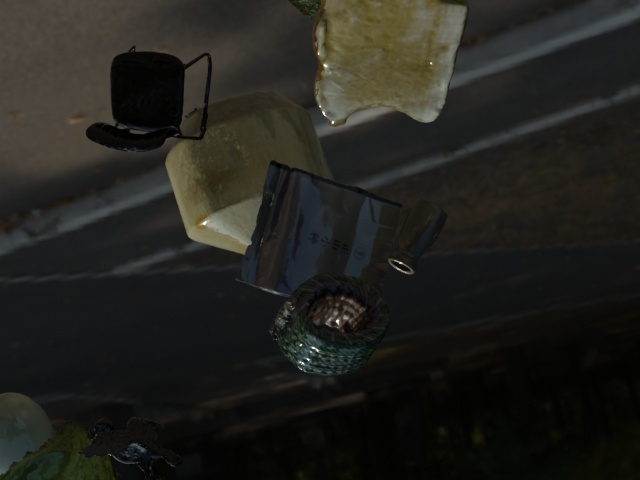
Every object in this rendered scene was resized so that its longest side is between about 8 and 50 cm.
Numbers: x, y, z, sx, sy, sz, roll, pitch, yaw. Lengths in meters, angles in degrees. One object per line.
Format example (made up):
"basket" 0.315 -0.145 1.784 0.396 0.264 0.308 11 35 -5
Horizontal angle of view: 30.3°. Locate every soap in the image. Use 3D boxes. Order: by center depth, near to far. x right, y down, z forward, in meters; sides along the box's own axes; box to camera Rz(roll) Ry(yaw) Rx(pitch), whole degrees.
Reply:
"soap" 0.050 -0.280 1.005 0.143 0.281 0.259 2 144 2

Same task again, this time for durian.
"durian" -0.383 0.423 1.611 0.198 0.394 0.163 -17 140 33

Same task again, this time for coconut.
"coconut" -0.124 -0.114 2.212 0.323 0.323 0.323 -13 171 -2

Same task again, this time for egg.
"egg" -0.539 0.351 2.063 0.151 0.151 0.209 -10 138 -21

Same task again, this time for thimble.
"thimble" 0.015 0.110 1.501 0.135 0.118 0.090 -14 146 -37

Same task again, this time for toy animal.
"toy animal" -0.220 0.245 1.396 0.062 0.108 0.220 -47 170 8

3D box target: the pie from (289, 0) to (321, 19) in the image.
"pie" 0.018 -0.409 1.977 0.187 0.041 0.187 18 164 5

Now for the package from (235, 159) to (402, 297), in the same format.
"package" 0.000 0.000 1.894 0.251 0.204 0.062 18 173 -24

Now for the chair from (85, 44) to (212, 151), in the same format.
"chair" -0.269 -0.221 1.843 0.140 0.145 0.221 6 -167 10

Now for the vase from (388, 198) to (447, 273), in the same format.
"vase" 0.137 -0.004 1.682 0.053 0.101 0.053 27 164 8
